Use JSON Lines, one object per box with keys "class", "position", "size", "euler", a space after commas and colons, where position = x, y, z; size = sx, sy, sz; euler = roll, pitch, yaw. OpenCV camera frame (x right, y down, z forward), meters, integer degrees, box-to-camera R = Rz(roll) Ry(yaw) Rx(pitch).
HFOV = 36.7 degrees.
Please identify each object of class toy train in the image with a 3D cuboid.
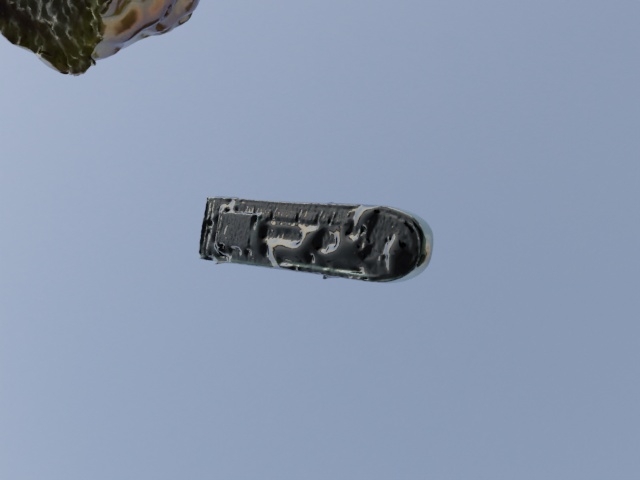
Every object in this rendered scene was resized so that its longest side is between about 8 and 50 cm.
{"class": "toy train", "position": [0.000, 0.000, 0.659], "size": [0.234, 0.051, 0.052], "euler": [5, -93, 49]}

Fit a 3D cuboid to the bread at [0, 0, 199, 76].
{"class": "bread", "position": [-0.144, -0.190, 0.462], "size": [0.222, 0.096, 0.181], "euler": [33, -47, 15]}
